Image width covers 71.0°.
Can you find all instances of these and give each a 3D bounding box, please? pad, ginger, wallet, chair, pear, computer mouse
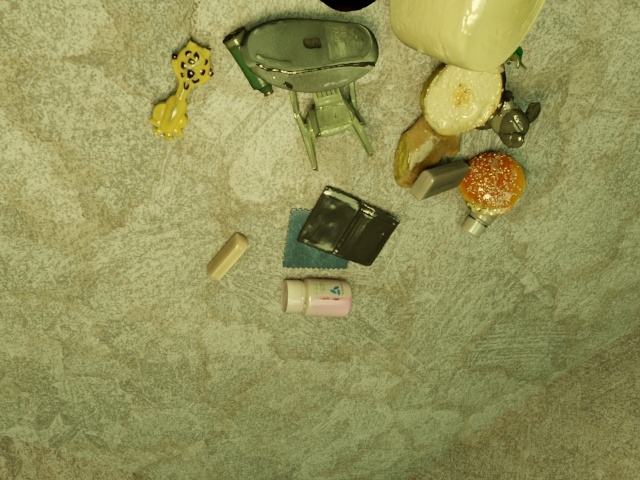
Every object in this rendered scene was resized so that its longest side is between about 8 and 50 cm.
[{"bbox_3d":[0.000,0.000,1.682,0.269,0.012,0.269,1,124,-14],"label":"pad"},{"bbox_3d":[0.356,-0.292,1.497,0.222,0.130,0.275,-10,130,-15],"label":"ginger"},{"bbox_3d":[0.106,-0.042,1.646,0.323,0.041,0.247,20,116,-21],"label":"wallet"},{"bbox_3d":[0.029,-0.383,1.322,0.204,0.274,0.190,-17,150,-4],"label":"chair"},{"bbox_3d":[0.402,-0.462,1.352,0.267,0.178,0.266,-9,132,-10],"label":"pear"},{"bbox_3d":[-0.028,-0.498,1.218,0.375,0.203,0.114,-3,165,-9],"label":"computer mouse"}]

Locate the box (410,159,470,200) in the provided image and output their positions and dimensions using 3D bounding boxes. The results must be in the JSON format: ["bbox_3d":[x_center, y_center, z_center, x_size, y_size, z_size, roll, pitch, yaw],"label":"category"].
[{"bbox_3d":[0.399,-0.202,1.487,0.244,0.055,0.103,-20,150,-41],"label":"box"}]

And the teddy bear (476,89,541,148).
[{"bbox_3d":[0.587,-0.408,1.418,0.171,0.251,0.144,-35,127,-6],"label":"teddy bear"}]

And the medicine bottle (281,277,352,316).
[{"bbox_3d":[-0.017,0.221,1.744,0.255,0.152,0.151,6,122,-16],"label":"medicine bottle"}]

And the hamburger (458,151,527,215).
[{"bbox_3d":[0.602,-0.199,1.576,0.237,0.147,0.236,3,103,15],"label":"hamburger"}]

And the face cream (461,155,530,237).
[{"bbox_3d":[0.657,-0.153,1.693,0.143,0.089,0.314,27,106,-27],"label":"face cream"}]

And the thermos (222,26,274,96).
[{"bbox_3d":[-0.192,-0.496,1.266,0.073,0.083,0.187,-15,130,24],"label":"thermos"}]

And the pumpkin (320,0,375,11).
[{"bbox_3d":[0.066,-0.699,1.124,0.233,0.163,0.232,-4,121,-6],"label":"pumpkin"}]

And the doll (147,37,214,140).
[{"bbox_3d":[-0.389,-0.416,1.260,0.117,0.086,0.291,23,114,-21],"label":"doll"}]

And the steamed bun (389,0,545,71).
[{"bbox_3d":[0.378,-0.675,1.088,0.290,0.371,0.455,-15,127,-22],"label":"steamed bun"}]

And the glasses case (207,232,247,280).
[{"bbox_3d":[-0.333,0.059,1.599,0.050,0.083,0.196,33,113,-29],"label":"glasses case"}]

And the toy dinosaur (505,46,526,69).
[{"bbox_3d":[0.627,-0.581,1.425,0.120,0.029,0.060,21,105,-25],"label":"toy dinosaur"}]
